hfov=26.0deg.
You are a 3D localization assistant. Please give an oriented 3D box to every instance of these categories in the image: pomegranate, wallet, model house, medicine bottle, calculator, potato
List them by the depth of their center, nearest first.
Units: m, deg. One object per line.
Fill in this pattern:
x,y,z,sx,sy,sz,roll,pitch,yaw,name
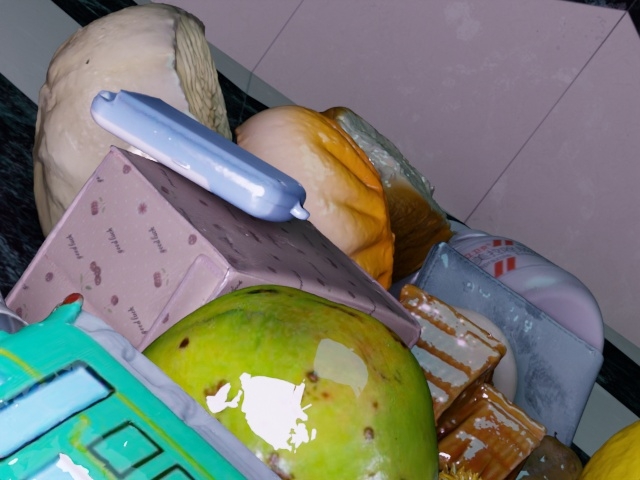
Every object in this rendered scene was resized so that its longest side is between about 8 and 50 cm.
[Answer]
-0.014,0.152,1.001,0.236,0.236,0.302,42,10,23,pomegranate
-0.099,-0.072,1.173,0.210,0.039,0.121,30,8,10,calculator
0.111,0.189,1.417,0.199,0.229,0.219,35,12,21,model house
0.228,0.290,1.610,0.175,0.137,0.137,2,30,-32,potato
0.209,0.174,1.744,0.290,0.251,0.054,35,-28,-11,wallet
0.230,0.111,1.991,0.245,0.245,0.306,29,5,-33,medicine bottle

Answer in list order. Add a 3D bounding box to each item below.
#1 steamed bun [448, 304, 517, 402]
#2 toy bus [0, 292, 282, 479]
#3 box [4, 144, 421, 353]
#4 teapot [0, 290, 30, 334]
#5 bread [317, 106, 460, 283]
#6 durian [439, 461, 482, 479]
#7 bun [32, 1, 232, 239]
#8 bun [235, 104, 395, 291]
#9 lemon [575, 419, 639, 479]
0.122,0.161,1.597,0.228,0.177,0.130,5,2,-15,steamed bun
-0.117,0.208,0.783,0.343,0.184,0.199,40,30,17,toy bus
-0.099,0.086,1.201,0.190,0.225,0.297,42,12,33,box
-0.299,0.037,1.029,0.225,0.171,0.203,55,-10,38,teapot
0.008,-0.040,1.904,0.250,0.279,0.225,31,30,-58,bread
0.093,0.287,1.194,0.138,0.183,0.249,14,-1,5,durian
-0.196,-0.068,1.466,0.364,0.202,0.364,-12,90,-87,bun
0.000,0.000,1.524,0.164,0.299,0.299,-5,15,1,bun
0.418,0.339,1.481,0.364,0.364,0.364,35,12,-9,lemon
